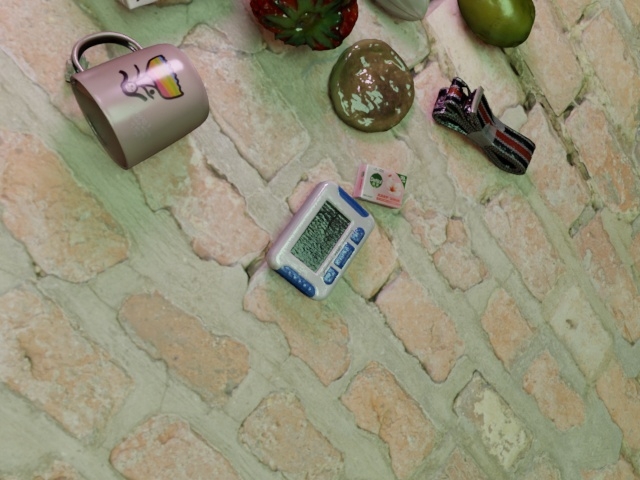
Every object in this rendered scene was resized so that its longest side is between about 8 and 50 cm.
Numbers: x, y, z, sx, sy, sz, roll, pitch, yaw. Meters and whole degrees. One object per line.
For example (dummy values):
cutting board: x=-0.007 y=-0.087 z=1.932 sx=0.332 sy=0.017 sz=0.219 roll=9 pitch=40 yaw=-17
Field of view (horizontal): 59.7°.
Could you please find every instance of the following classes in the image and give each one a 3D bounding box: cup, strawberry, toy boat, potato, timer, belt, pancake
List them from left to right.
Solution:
cup: x=-0.357 y=-0.294 z=1.080 sx=0.200 sy=0.191 sz=0.253 roll=-35 pitch=92 yaw=-23
strawberry: x=-0.031 y=-0.559 z=1.202 sx=0.239 sy=0.250 sz=0.288 roll=2 pitch=65 yaw=-4
timer: x=0.000 y=0.000 z=1.324 sx=0.178 sy=0.078 sz=0.253 roll=41 pitch=74 yaw=-20
pancake: x=0.135 y=-0.384 z=1.379 sx=0.242 sy=0.050 sz=0.241 roll=-2 pitch=94 yaw=-27
toy boat: x=0.159 y=-0.652 z=1.334 sx=0.269 sy=0.141 sz=0.140 roll=30 pitch=80 yaw=-26
belt: x=0.450 y=-0.298 z=1.507 sx=0.359 sy=0.126 sz=0.094 roll=32 pitch=70 yaw=-30
potato: x=0.469 y=-0.621 z=1.472 sx=0.253 sy=0.148 sz=0.186 roll=28 pitch=84 yaw=-25

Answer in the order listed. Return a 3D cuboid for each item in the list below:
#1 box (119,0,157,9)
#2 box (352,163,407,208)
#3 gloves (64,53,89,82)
box: x=-0.296 y=-0.600 z=1.080 sx=0.274 sy=0.116 sz=0.203 roll=-30 pitch=137 yaw=-21
box: x=0.151 y=-0.135 z=1.406 sx=0.125 sy=0.043 sz=0.089 roll=12 pitch=88 yaw=-26
gloves: x=-0.479 y=-0.335 z=1.096 sx=0.044 sy=0.037 sz=0.081 roll=5 pitch=85 yaw=-62
